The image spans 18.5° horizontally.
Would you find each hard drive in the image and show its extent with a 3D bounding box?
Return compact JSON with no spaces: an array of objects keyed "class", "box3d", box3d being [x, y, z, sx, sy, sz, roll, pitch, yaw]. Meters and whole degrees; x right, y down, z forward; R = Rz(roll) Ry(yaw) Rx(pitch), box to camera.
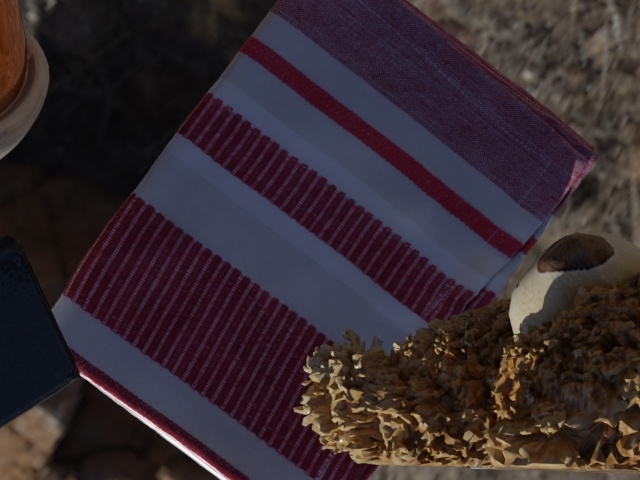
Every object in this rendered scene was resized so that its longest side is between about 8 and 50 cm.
[{"class":"hard drive","box3d":[-0.207,0.070,1.083,0.022,0.135,0.094,21,137,55]}]

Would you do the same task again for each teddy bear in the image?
[{"class":"teddy bear","box3d":[0.115,0.064,1.002,0.245,0.338,0.113,-1,83,8]}]

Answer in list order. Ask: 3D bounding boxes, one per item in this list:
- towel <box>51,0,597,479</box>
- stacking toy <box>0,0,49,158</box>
[{"class":"towel","box3d":[0.000,0.000,1.292,0.237,0.329,0.037,37,173,-4]},{"class":"stacking toy","box3d":[-0.334,-0.282,1.210,0.351,0.350,0.480,16,120,14]}]
